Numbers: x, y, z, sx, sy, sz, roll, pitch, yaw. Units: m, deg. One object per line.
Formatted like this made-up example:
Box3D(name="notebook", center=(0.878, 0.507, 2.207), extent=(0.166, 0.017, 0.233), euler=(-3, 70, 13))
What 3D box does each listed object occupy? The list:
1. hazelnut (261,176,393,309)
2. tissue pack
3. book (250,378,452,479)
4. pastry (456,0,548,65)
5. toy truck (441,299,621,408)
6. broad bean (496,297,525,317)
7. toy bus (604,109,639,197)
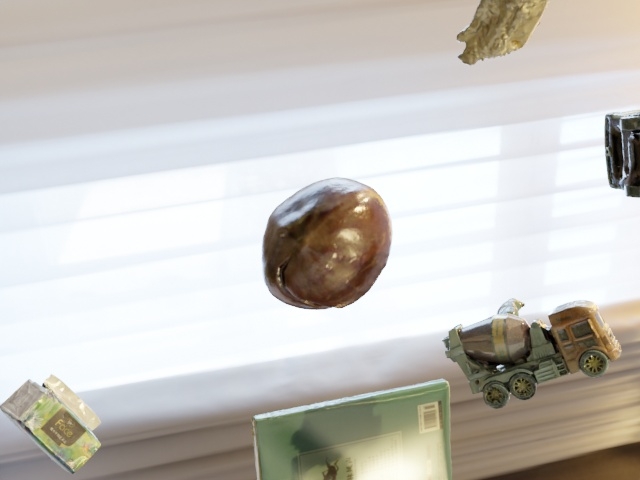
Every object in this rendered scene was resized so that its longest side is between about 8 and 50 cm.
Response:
Box3D(name="hazelnut", center=(0.000, 0.000, 1.262), extent=(0.233, 0.218, 0.218), euler=(-59, -163, 9))
Box3D(name="tissue pack", center=(-0.346, 0.235, 1.018), extent=(0.085, 0.079, 0.111), euler=(5, -44, 53))
Box3D(name="book", center=(0.068, 0.409, 1.407), extent=(0.031, 0.380, 0.264), euler=(-160, -114, -69))
Box3D(name="pastry", center=(0.243, -0.329, 0.908), extent=(0.121, 0.089, 0.258), euler=(-53, 167, -37))
Box3D(name="toy truck", center=(0.332, 0.170, 1.239), extent=(0.108, 0.257, 0.140), euler=(-10, 77, -67))
Box3D(name="broad bean", center=(0.412, 0.157, 1.691), extent=(0.256, 0.053, 0.052), euler=(-7, 100, -72))
Box3D(name="toy bus", center=(0.543, -0.127, 1.126), extent=(0.276, 0.165, 0.133), euler=(-122, -156, -75))
